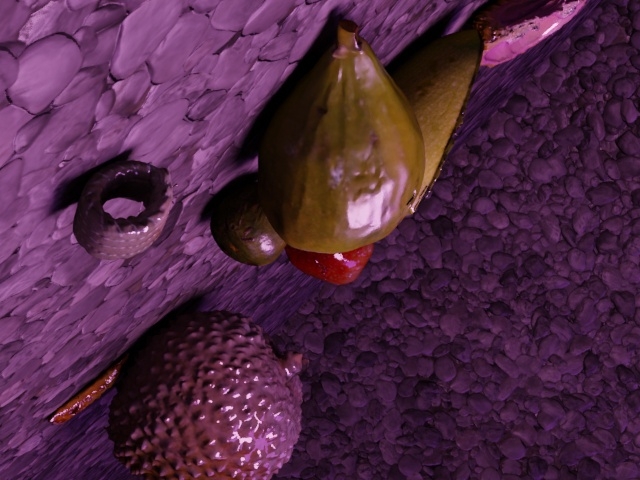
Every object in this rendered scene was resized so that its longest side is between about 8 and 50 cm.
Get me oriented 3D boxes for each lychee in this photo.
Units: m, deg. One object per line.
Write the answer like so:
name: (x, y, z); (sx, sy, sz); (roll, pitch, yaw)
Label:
lychee: (-0.215, 0.332, 1.726); (0.432, 0.380, 0.380); (-30, 175, 8)

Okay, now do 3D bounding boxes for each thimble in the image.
thimble: (-0.197, -0.033, 0.883); (0.110, 0.084, 0.062); (-35, 168, -39)

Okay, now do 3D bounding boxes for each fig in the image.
fig: (-0.092, -0.038, 1.322); (0.156, 0.123, 0.123); (-53, 179, -34)
fig: (0.044, -0.119, 1.146); (0.233, 0.233, 0.314); (-39, 177, -35)

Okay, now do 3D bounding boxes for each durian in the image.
durian: (0.385, -0.435, 1.709); (0.341, 0.112, 0.191); (-31, 178, -23)

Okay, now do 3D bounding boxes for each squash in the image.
squash: (0.187, -0.210, 1.496); (0.309, 0.210, 0.233); (-38, -176, -11)

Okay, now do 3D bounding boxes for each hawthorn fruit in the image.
hawthorn fruit: (0.000, 0.000, 1.873); (0.235, 0.181, 0.181); (13, 133, -35)

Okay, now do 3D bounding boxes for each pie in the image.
pie: (-0.434, 0.291, 1.663); (0.191, 0.033, 0.088); (-41, 176, -20)
